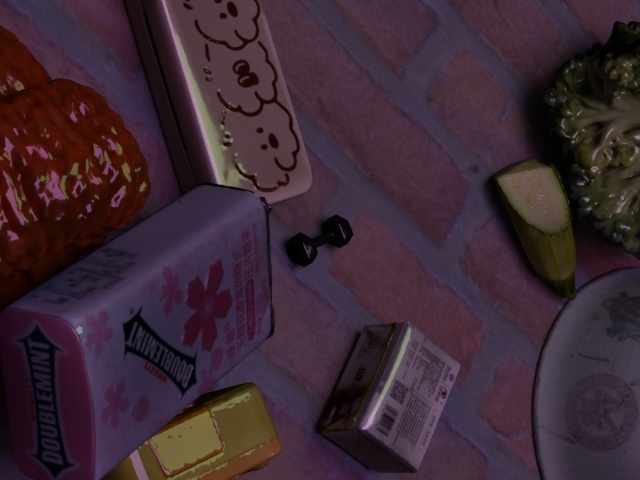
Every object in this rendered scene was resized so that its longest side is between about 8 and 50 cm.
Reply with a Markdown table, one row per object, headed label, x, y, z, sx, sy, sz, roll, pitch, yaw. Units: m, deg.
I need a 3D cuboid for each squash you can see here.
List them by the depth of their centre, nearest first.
| label | x | y | z | sx | sy | sz | roll | pitch | yaw |
| --- | --- | --- | --- | --- | --- | --- | --- | --- | --- |
| squash | 0.301 | -0.008 | 2.139 | 0.090 | 0.075 | 0.200 | -33 | 102 | -44 |

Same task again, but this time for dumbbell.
| label | x | y | z | sx | sy | sz | roll | pitch | yaw |
| --- | --- | --- | --- | --- | --- | --- | --- | --- | --- |
| dumbbell | 0.000 | 0.000 | 1.947 | 0.083 | 0.040 | 0.036 | -27 | 130 | -35 |

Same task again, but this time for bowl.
| label | x | y | z | sx | sy | sz | roll | pitch | yaw |
| --- | --- | --- | --- | --- | --- | --- | --- | --- | --- |
| bowl | 0.506 | 0.240 | 2.174 | 0.435 | 0.196 | 0.435 | 6 | 80 | -35 |

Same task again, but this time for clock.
| label | x | y | z | sx | sy | sz | roll | pitch | yaw |
| --- | --- | --- | --- | --- | --- | --- | --- | --- | --- |
| clock | -0.155 | 0.230 | 1.732 | 0.202 | 0.143 | 0.096 | -21 | 93 | -36 |

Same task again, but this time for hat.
| label | x | y | z | sx | sy | sz | roll | pitch | yaw |
| --- | --- | --- | --- | --- | --- | --- | --- | --- | --- |
| hat | -0.375 | -0.126 | 1.612 | 0.285 | 0.285 | 0.400 | -28 | 78 | -35 |

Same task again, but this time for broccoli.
| label | x | y | z | sx | sy | sz | roll | pitch | yaw |
| --- | --- | --- | --- | --- | --- | --- | --- | --- | --- |
| broccoli | 0.458 | -0.146 | 2.139 | 0.293 | 0.281 | 0.348 | 41 | 47 | -30 |

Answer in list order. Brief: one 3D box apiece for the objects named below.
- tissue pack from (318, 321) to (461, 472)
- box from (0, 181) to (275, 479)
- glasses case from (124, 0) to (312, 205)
| label | x | y | z | sx | sy | sz | roll | pitch | yaw |
| --- | --- | --- | --- | --- | --- | --- | --- | --- | --- |
| tissue pack | 0.082 | 0.188 | 1.936 | 0.106 | 0.099 | 0.148 | 39 | 62 | -27 |
| box | -0.172 | 0.086 | 1.665 | 0.370 | 0.112 | 0.190 | -38 | 133 | -53 |
| glasses case | -0.122 | -0.196 | 1.866 | 0.144 | 0.076 | 0.336 | -20 | 94 | -36 |
